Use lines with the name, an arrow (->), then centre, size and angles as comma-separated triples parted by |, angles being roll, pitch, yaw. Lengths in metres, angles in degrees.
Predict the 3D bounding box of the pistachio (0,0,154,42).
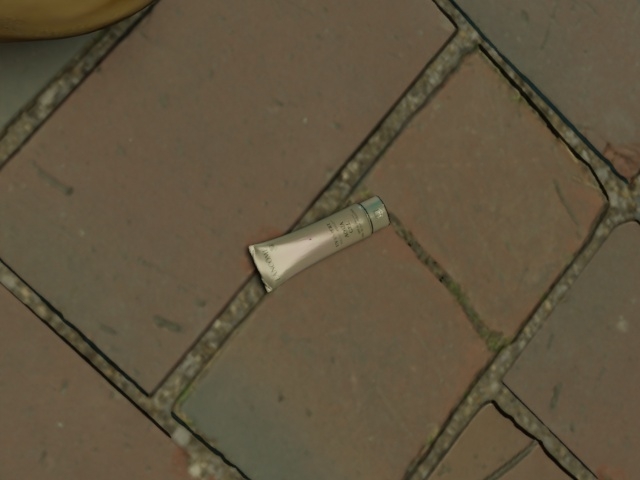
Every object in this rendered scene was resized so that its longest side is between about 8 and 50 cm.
pistachio -> -0.222, -0.232, 0.978 | 0.321, 0.238, 0.229 | 2, 45, -42

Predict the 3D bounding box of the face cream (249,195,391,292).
face cream -> 0.000, 0.000, 1.171 | 0.115, 0.020, 0.038 | -25, 97, -21
